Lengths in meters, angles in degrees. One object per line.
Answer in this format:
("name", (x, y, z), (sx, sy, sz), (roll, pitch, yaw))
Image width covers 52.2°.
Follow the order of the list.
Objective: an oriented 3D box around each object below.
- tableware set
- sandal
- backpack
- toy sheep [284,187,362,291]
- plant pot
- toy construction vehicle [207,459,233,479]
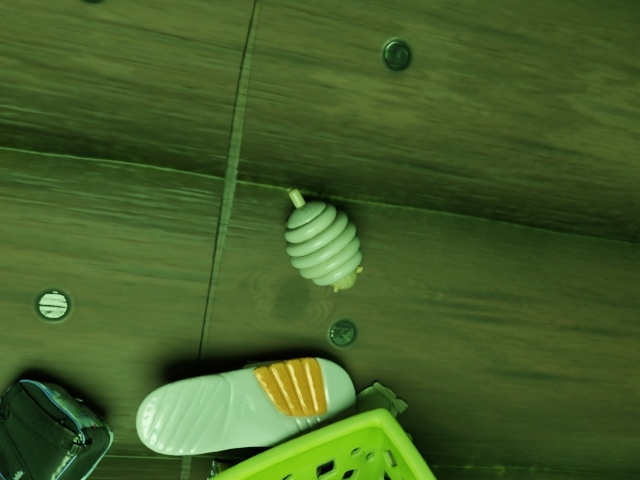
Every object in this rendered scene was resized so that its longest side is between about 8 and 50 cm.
("tableware set", (0.049, 0.268, 0.824), (0.168, 0.020, 0.141), (-33, 107, -6))
("sandal", (-0.081, 0.182, 0.739), (0.265, 0.076, 0.102), (5, 84, -30))
("backpack", (-0.285, 0.207, 0.680), (0.114, 0.084, 0.105), (37, 88, 22))
("toy sheep", (0.000, 0.000, 0.720), (0.091, 0.091, 0.132), (-38, 108, -5))
("plant pot", (0.023, 0.355, 0.696), (0.228, 0.227, 0.207), (-18, 134, -17))
("toy construction vehicle", (-0.103, 0.322, 0.785), (0.085, 0.035, 0.098), (19, 96, -18))
